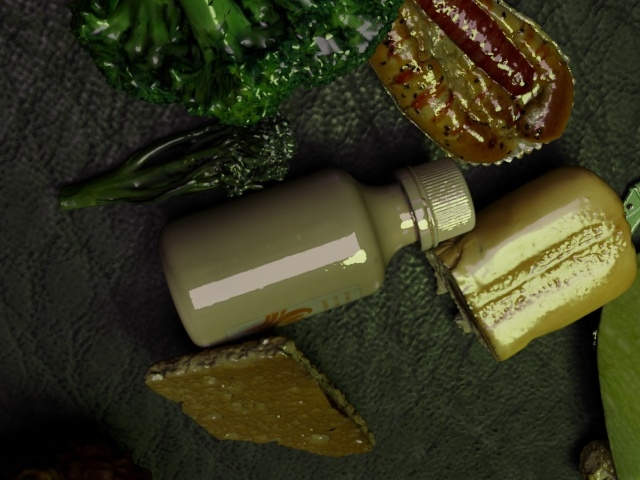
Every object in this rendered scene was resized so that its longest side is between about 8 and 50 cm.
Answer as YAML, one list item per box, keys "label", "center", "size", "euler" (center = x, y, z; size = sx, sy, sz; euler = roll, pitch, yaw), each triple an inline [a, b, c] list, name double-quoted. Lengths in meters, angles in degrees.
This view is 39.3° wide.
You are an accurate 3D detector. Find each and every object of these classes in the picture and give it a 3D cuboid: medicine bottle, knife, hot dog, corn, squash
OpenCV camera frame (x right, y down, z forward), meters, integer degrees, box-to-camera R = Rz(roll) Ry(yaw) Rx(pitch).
- label: "medicine bottle"
  center: [0.000, 0.000, 0.741]
  size: [0.252, 0.114, 0.114]
  euler: [-20, 114, -2]
- label: "knife"
  center: [0.301, -0.048, 0.830]
  size: [0.030, 0.014, 0.207]
  euler: [22, 107, -19]
- label: "hot dog"
  center: [0.101, -0.161, 0.718]
  size: [0.131, 0.069, 0.253]
  euler: [-43, 111, 9]
- label: "corn"
  center: [0.358, 0.266, 0.939]
  size: [0.203, 0.072, 0.072]
  euler: [27, 105, -18]
- label: "squash"
  center: [0.372, 0.114, 0.882]
  size: [0.237, 0.155, 0.204]
  euler: [-21, 140, -15]

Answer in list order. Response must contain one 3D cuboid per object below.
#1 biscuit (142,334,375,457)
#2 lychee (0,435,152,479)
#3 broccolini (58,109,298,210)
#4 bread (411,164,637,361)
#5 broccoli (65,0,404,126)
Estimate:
- label: "biscuit"
  center: [-0.044, 0.148, 0.795]
  size: [0.131, 0.026, 0.237]
  euler: [-12, 146, 17]
- label: "lychee"
  center: [-0.231, 0.292, 0.758]
  size: [0.236, 0.236, 0.271]
  euler: [6, 127, -12]
- label: "broccolini"
  center: [-0.113, -0.056, 0.735]
  size: [0.203, 0.091, 0.068]
  euler: [-16, 147, 16]
- label: "bread"
  center: [0.186, 0.016, 0.796]
  size: [0.173, 0.085, 0.134]
  euler: [-29, 111, 4]
- label: "broccoli"
  center: [-0.064, -0.217, 0.546]
  size: [0.298, 0.297, 0.297]
  euler: [3, 101, 17]
